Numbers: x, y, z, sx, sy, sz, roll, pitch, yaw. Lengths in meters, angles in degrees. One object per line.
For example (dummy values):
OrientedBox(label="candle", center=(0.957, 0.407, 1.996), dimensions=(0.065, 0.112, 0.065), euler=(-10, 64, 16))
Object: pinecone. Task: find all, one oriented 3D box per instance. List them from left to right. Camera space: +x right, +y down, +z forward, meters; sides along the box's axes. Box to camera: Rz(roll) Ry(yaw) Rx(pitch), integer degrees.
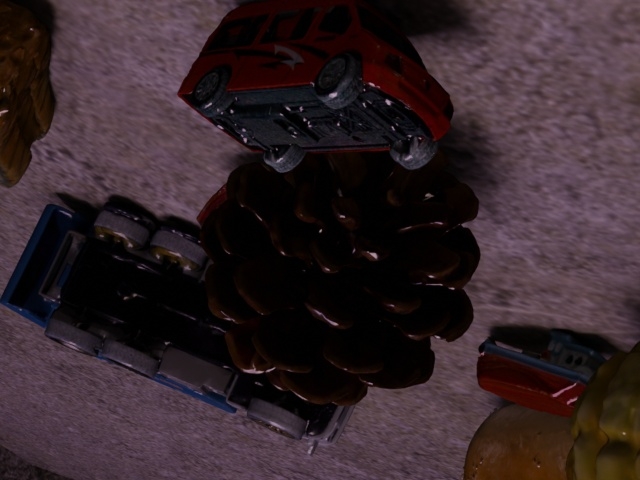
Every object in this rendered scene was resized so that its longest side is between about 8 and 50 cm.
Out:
OrientedBox(label="pinecone", center=(0.019, 0.005, 1.123), dimensions=(0.207, 0.208, 0.208), euler=(22, 162, 7))

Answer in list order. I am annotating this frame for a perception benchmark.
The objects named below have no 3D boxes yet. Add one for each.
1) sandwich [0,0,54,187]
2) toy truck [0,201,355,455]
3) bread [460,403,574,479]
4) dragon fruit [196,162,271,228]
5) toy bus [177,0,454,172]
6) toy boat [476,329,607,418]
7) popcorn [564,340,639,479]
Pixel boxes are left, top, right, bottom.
OrientedBox(label="sandwich", center=(-0.360, -0.154, 1.293), dimensions=(0.301, 0.099, 0.271), euler=(23, 162, -1))
OrientedBox(label="toy truck", center=(-0.125, 0.079, 1.590), dimensions=(0.367, 0.146, 0.175), euler=(22, 170, 15))
OrientedBox(label="bread", center=(0.274, 0.266, 1.577), dimensions=(0.305, 0.159, 0.305), euler=(20, 161, 7))
OrientedBox(label="dragon fruit", center=(-0.001, -0.002, 1.323), dimensions=(0.127, 0.120, 0.161), euler=(-42, 151, 28))
OrientedBox(label="toy bus", center=(0.003, -0.099, 0.995), dimensions=(0.081, 0.089, 0.195), euler=(36, 160, -34))
OrientedBox(label="toy boat", center=(0.190, 0.111, 1.410), dimensions=(0.069, 0.059, 0.173), euler=(35, 166, -28))
OrientedBox(label="popcorn", center=(0.298, 0.188, 1.235), dimensions=(0.270, 0.224, 0.258), euler=(37, 152, -17))
